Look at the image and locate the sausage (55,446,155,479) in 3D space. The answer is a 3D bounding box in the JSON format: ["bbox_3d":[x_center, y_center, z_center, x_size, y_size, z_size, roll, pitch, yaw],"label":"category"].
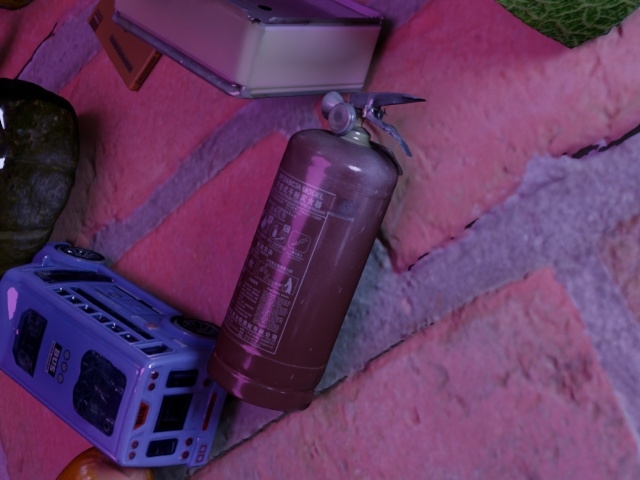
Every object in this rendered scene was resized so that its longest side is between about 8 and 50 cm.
[{"bbox_3d":[-0.234,0.294,0.968,0.105,0.105,0.274,53,126,31],"label":"sausage"}]

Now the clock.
[{"bbox_3d":[-0.063,-0.185,0.858,0.192,0.147,0.071,35,122,37],"label":"clock"}]

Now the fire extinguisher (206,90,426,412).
[{"bbox_3d":[0.000,0.000,0.819,0.104,0.104,0.269,31,105,38],"label":"fire extinguisher"}]

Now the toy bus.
[{"bbox_3d":[-0.217,0.099,0.968,0.292,0.133,0.126,26,103,39],"label":"toy bus"}]

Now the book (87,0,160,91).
[{"bbox_3d":[-0.170,-0.253,1.045,0.172,0.012,0.118,-50,56,25],"label":"book"}]

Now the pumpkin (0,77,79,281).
[{"bbox_3d":[-0.410,-0.041,1.079,0.325,0.242,0.232,-11,73,41],"label":"pumpkin"}]

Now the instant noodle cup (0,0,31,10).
[{"bbox_3d":[-0.394,-0.344,1.158,0.182,0.144,0.182,-5,82,39],"label":"instant noodle cup"}]

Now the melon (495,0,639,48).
[{"bbox_3d":[0.110,-0.266,0.624,0.196,0.323,0.124,-52,36,20],"label":"melon"}]
